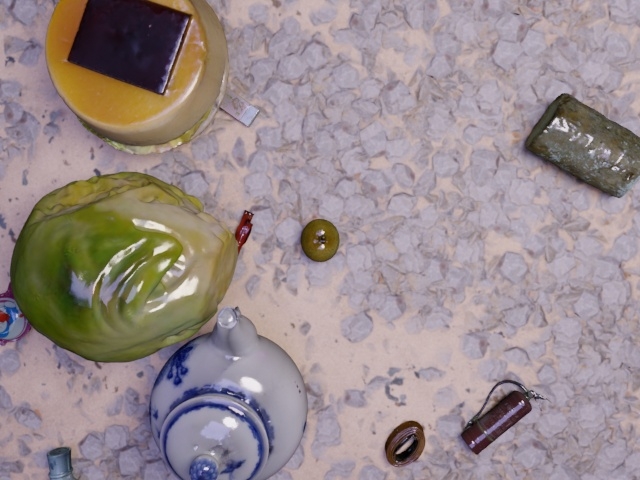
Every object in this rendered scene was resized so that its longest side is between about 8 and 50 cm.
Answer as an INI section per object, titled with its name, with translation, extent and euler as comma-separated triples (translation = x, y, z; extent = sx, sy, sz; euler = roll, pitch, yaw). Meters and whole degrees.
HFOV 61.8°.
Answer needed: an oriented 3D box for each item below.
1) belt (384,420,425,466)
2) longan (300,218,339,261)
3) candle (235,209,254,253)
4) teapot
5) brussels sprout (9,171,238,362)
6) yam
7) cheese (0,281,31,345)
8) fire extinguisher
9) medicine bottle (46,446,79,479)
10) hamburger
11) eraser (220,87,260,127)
[belt]
translation = 0.152, 0.363, 0.949
extent = 0.059, 0.036, 0.083
euler = 41, 95, 0
[longan]
translation = 0.000, 0.000, 0.918
extent = 0.075, 0.083, 0.075
euler = 0, 90, -6
[candle]
translation = -0.156, 0.027, 0.961
extent = 0.026, 0.021, 0.168
euler = 23, 93, 3
[teapot]
translation = -0.148, 0.280, 0.835
extent = 0.252, 0.280, 0.425
euler = 8, 105, 1
[brussels sprout]
translation = -0.310, 0.037, 0.849
extent = 0.343, 0.268, 0.345
euler = 0, 86, 1
[yam]
translation = 0.447, -0.149, 0.873
extent = 0.194, 0.107, 0.107
euler = 31, 94, 1
[cheese]
translation = -0.567, 0.125, 0.983
extent = 0.095, 0.038, 0.145
euler = 26, 95, 2
[fire extinguisher]
translation = 0.314, 0.301, 0.935
extent = 0.157, 0.045, 0.078
euler = -42, 68, 6
[medicine bottle]
translation = -0.473, 0.491, 0.986
extent = 0.090, 0.054, 0.209
euler = -5, 91, 5
[hamburger]
translation = -0.294, -0.290, 0.878
extent = 0.299, 0.176, 0.301
euler = 0, 92, 5
[eraser]
translation = -0.152, -0.240, 0.949
extent = 0.083, 0.019, 0.038
euler = 35, 93, 1
